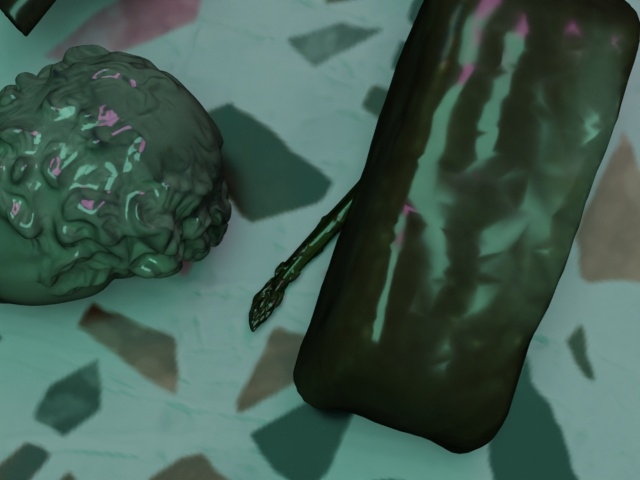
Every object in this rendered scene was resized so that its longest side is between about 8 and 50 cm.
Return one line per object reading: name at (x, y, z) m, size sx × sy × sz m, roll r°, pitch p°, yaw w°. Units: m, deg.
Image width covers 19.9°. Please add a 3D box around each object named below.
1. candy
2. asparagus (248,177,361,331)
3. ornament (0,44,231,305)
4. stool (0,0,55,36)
candy at (0.071, -0.019, 0.869) m, size 0.104 × 0.102 × 0.234 m, roll 20°, pitch 81°, yaw -9°
asparagus at (0.000, 0.000, 0.920) m, size 0.114 × 0.015 × 0.014 m, roll -48°, pitch 117°, yaw -2°
ornament at (-0.184, -0.008, 0.872) m, size 0.285 × 0.130 × 0.120 m, roll -18°, pitch 76°, yaw 1°
stool at (-0.151, -0.200, 0.903) m, size 0.121 × 0.125 × 0.217 m, roll -38°, pitch 73°, yaw -1°
